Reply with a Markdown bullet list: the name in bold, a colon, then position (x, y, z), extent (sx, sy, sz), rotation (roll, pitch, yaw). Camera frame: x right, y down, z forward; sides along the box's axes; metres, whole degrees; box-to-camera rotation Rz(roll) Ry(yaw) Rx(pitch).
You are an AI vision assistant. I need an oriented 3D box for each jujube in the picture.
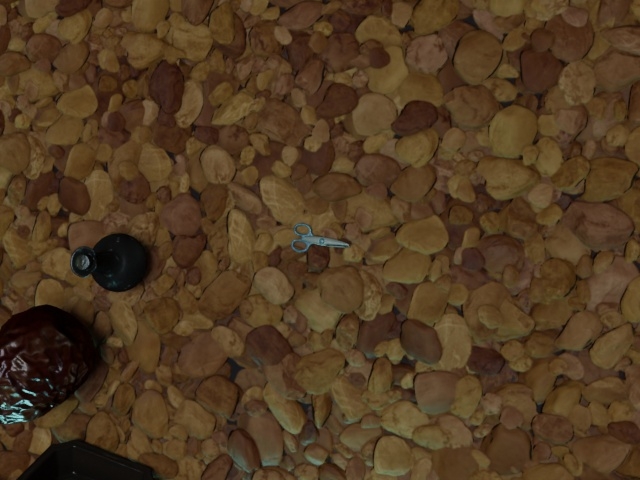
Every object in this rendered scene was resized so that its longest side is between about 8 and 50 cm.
- **jujube**: position (-0.574, 0.251, 1.288), extent (0.232, 0.213, 0.213), rotation (-44, 80, 6)

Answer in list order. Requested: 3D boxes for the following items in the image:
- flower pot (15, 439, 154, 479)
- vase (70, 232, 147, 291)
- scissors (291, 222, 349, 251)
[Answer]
- **flower pot**: position (-0.465, 0.512, 1.289), extent (0.250, 0.179, 0.084), rotation (16, 116, 12)
- **vase**: position (-0.420, 0.043, 1.277), extent (0.120, 0.183, 0.120), rotation (-1, 87, 11)
- **scissors**: position (0.000, 0.000, 1.274), extent (0.119, 0.014, 0.058), rotation (8, 90, 16)
